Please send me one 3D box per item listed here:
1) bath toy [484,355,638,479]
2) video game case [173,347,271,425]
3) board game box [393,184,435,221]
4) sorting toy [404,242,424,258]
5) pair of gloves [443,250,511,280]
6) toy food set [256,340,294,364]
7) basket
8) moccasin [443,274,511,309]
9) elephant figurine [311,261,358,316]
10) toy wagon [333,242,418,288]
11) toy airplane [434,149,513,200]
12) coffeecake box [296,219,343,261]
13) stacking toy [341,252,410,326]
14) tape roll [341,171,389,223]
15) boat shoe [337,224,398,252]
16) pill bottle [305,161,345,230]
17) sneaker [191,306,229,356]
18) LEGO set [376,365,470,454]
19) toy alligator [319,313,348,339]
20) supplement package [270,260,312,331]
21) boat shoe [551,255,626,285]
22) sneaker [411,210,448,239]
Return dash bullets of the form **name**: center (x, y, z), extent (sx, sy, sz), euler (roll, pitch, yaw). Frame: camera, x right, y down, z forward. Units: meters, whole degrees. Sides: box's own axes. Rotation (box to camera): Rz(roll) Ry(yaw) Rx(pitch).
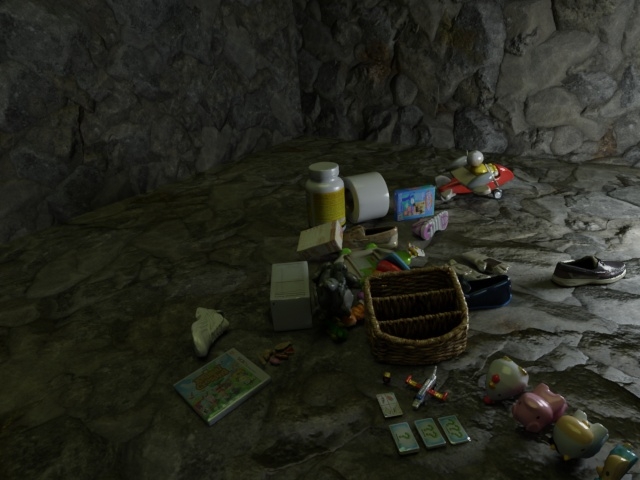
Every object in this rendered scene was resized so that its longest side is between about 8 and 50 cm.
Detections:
- **bath toy**: center (0.526, 0.415, 0.978), extent (0.129, 0.151, 0.348), euler (-47, 36, -3)
- **video game case**: center (-0.283, 0.412, 1.201), extent (0.194, 0.023, 0.213), euler (21, 36, 41)
- **board game box**: center (0.481, -0.192, 2.133), extent (0.211, 0.159, 0.047), euler (-10, 27, -12)
- **sorting toy**: center (0.416, 0.046, 1.815), extent (0.075, 0.044, 0.083), euler (14, 26, -6)
- **pair of gloves**: center (0.611, 0.111, 1.642), extent (0.240, 0.042, 0.204), euler (-17, 26, -33)
- **toy food set**: center (-0.133, 0.357, 1.297), extent (0.122, 0.019, 0.078), euler (-11, 27, -30)
- **basket**: center (0.290, 0.229, 1.262), extent (0.300, 0.222, 0.213), euler (-5, 27, -4)
- **moccasin**: center (0.493, 0.170, 1.462), extent (0.343, 0.116, 0.137), euler (-8, 27, -7)
- **elephant figurine**: center (0.032, 0.182, 1.350), extent (0.169, 0.186, 0.239), euler (-37, 15, 19)
- **toy wagon**: center (0.236, 0.099, 1.699), extent (0.345, 0.068, 0.267), euler (-10, 28, -13)
- **toy airplane**: center (0.816, -0.361, 2.293), extent (0.387, 0.272, 0.385), euler (20, 36, 38)
- **coffeecake box**: center (0.000, 0.000, 1.830), extent (0.186, 0.068, 0.142), euler (-18, 35, 21)
- **stacking toy**: center (0.188, 0.197, 1.438), extent (0.302, 0.165, 0.175), euler (-39, -5, -20)
- **tape roll**: center (0.221, -0.221, 2.137), extent (0.169, 0.245, 0.246), euler (-14, 28, -17)
- **boat shoe**: center (0.177, -0.019, 1.887), extent (0.342, 0.110, 0.121), euler (-3, 27, 4)
- **pill bottle**: center (0.025, -0.203, 2.028), extent (0.188, 0.333, 0.187), euler (-3, 27, 2)
- **sneaker**: center (-0.363, 0.293, 1.382), extent (0.116, 0.090, 0.232), euler (-4, 28, -8)
- **LEGO set**: center (0.249, 0.419, 1.078), extent (0.183, 0.060, 0.244), euler (-5, 26, -10)
- **toy alligator**: center (0.050, 0.285, 1.380), extent (0.052, 0.056, 0.190), euler (25, 0, -21)
- **supplement package**: center (-0.105, 0.194, 1.484), extent (0.139, 0.133, 0.244), euler (-5, 27, -2)
- **boat shoe**: center (1.005, 0.103, 1.545), extent (0.286, 0.092, 0.102), euler (-7, 27, -5)
- **sneaker**: center (0.523, -0.083, 1.995), extent (0.237, 0.095, 0.105), euler (-27, 27, -36)
